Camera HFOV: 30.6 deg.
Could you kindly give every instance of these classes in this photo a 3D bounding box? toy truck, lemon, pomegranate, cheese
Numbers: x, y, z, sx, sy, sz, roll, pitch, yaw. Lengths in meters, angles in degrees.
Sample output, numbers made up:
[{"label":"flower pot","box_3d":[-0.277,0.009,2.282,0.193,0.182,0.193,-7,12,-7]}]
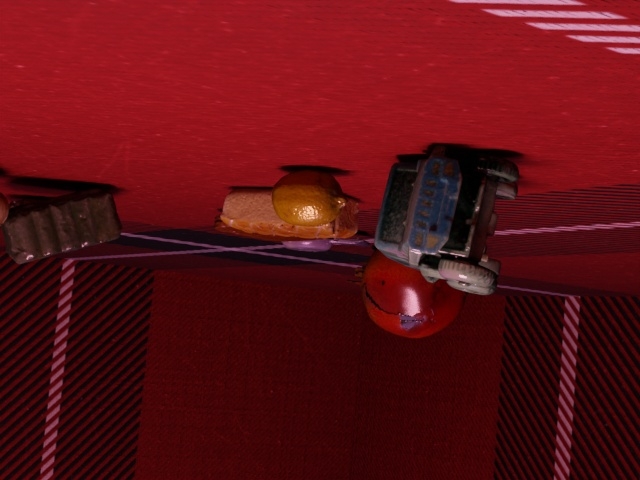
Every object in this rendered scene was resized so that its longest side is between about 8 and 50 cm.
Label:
[{"label":"toy truck","box_3d":[0.155,-0.023,1.442,0.156,0.155,0.279,12,176,11]},{"label":"lemon","box_3d":[-0.014,-0.057,1.579,0.111,0.082,0.082,-3,172,28]},{"label":"pomegranate","box_3d":[0.172,0.083,2.276,0.235,0.210,0.210,21,-174,37]},{"label":"cheese","box_3d":[0.000,0.000,2.333,0.191,0.042,0.105,1,175,12]}]

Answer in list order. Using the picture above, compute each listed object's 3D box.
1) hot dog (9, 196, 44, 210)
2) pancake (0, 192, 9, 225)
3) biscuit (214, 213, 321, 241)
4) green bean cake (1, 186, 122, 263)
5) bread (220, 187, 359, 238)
[{"label":"hot dog","box_3d":[-0.490,-0.026,2.187,0.213,0.103,0.146,1,173,22]},{"label":"pancake","box_3d":[-0.668,-0.089,1.795,0.387,0.082,0.387,10,174,1]},{"label":"biscuit","box_3d":[-0.074,-0.030,2.129,0.192,0.036,0.186,11,169,-43]},{"label":"green bean cake","box_3d":[-0.438,-0.027,1.956,0.183,0.094,0.185,-16,-175,-17]},{"label":"bread","box_3d":[-0.045,-0.040,1.829,0.188,0.068,0.125,2,174,25]}]
